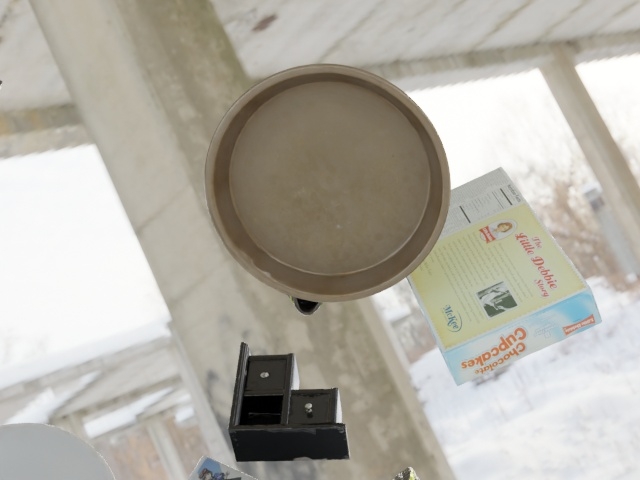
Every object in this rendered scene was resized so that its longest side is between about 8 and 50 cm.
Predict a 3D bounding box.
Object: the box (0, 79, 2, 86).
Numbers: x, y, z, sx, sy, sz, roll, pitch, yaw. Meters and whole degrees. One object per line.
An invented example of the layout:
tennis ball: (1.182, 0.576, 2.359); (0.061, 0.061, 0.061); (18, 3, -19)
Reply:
box: (-0.530, -0.059, 1.275); (0.295, 0.293, 0.073); (-17, -41, 21)

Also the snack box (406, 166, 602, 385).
snack box: (0.204, 0.034, 1.381); (0.187, 0.060, 0.322); (-24, 31, 3)

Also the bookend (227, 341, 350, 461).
bookend: (-0.037, 0.218, 1.493); (0.157, 0.156, 0.072); (-2, -47, 7)

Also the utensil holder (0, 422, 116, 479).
utensil holder: (-0.441, 0.490, 1.664); (0.327, 0.328, 0.385); (-22, -27, -17)

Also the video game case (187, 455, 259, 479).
video game case: (-0.129, 0.482, 1.456); (0.329, 0.299, 0.036); (-59, -38, -21)

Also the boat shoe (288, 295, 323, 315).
boat shoe: (0.000, 0.000, 1.585); (0.081, 0.228, 0.069); (6, 25, -12)

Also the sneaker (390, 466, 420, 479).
sneaker: (0.141, 0.474, 1.811); (0.111, 0.121, 0.300); (-37, -25, -19)

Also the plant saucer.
plant saucer: (0.008, -0.064, 1.231); (0.277, 0.278, 0.041); (-28, 14, 15)
